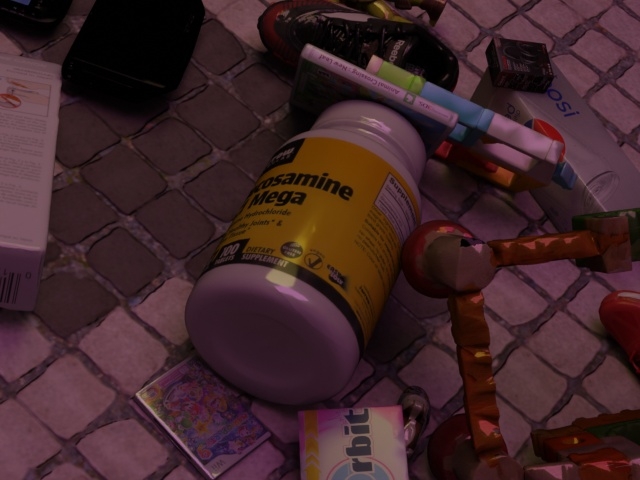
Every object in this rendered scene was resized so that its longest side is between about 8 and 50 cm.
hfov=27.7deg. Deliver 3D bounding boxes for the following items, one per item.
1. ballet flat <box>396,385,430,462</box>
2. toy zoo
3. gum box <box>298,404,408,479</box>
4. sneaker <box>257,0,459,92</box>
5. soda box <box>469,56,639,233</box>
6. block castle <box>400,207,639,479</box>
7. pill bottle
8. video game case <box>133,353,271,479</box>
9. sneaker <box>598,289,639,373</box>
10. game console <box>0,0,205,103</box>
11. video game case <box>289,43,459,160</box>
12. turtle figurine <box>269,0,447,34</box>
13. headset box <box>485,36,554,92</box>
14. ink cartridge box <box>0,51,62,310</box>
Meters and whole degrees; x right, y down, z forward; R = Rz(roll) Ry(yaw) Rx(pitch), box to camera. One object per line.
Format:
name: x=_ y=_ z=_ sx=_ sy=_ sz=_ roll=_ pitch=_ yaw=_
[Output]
ballet flat: x=0.098 y=0.196 z=1.399 sx=0.041 sy=0.041 sz=0.114 roll=26 pitch=49 yaw=0
toy zoo: x=0.178 y=-0.128 z=1.591 sx=0.293 sy=0.192 sz=0.030 roll=25 pitch=80 yaw=-2
gum box: x=0.035 y=0.262 z=1.288 sx=0.107 sy=0.062 sz=0.188 roll=-4 pitch=53 yaw=0
sneaker: x=0.057 y=-0.245 z=1.650 sx=0.276 sy=0.135 sz=0.097 roll=17 pitch=93 yaw=-10
soda box: x=0.315 y=-0.114 z=1.690 sx=0.098 sy=0.091 sz=0.286 roll=-16 pitch=61 yaw=-30
block castle: x=0.328 y=0.104 z=1.356 sx=0.453 sy=0.213 sz=0.303 roll=-8 pitch=93 yaw=-6
pill bottle: x=0.000 y=0.000 z=1.415 sx=0.188 sy=0.188 sz=0.334 roll=27 pitch=49 yaw=0
video game case: x=-0.122 y=0.182 z=1.342 sx=0.122 sy=0.011 sz=0.087 roll=45 pitch=51 yaw=15
sneaker: x=0.407 y=0.159 z=1.518 sx=0.221 sy=0.087 sz=0.128 roll=35 pitch=48 yaw=9
game console: x=-0.330 y=-0.288 z=1.595 sx=0.361 sy=0.044 sz=0.213 roll=18 pitch=43 yaw=-5
video game case: x=0.058 y=-0.158 z=1.560 sx=0.193 sy=0.212 sz=0.023 roll=25 pitch=80 yaw=-1
turtle figurine: x=0.064 y=-0.348 z=1.777 sx=0.217 sy=0.087 sz=0.269 roll=25 pitch=49 yaw=-2
headset box: x=0.253 y=-0.227 z=1.674 sx=0.083 sy=0.032 sz=0.062 roll=6 pitch=53 yaw=-15
ink cartridge box: x=-0.446 y=-0.094 z=1.409 sx=0.308 sy=0.091 sz=0.385 roll=9 pitch=34 yaw=-14
